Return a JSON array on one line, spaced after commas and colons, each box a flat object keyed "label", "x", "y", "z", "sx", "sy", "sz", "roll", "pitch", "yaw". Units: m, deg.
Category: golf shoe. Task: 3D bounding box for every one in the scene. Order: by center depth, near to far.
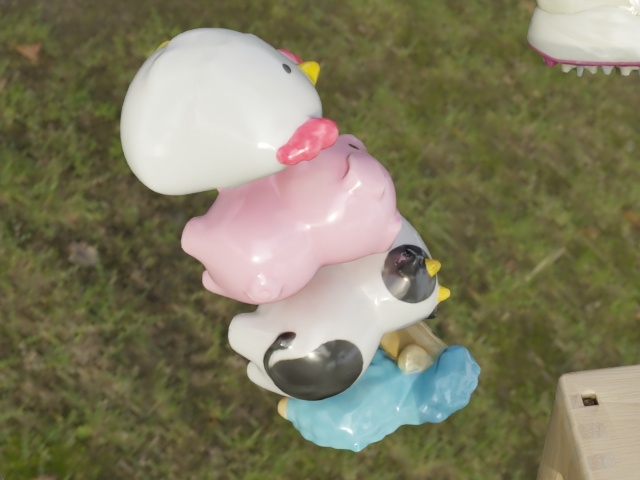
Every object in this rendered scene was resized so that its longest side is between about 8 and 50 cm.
[{"label": "golf shoe", "x": 0.288, "y": -0.185, "z": 0.944, "sx": 0.306, "sy": 0.140, "sz": 0.115, "roll": -3, "pitch": 13, "yaw": 8}]

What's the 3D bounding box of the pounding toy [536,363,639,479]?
[{"label": "pounding toy", "x": 0.122, "y": 0.130, "z": 0.616, "sx": 0.206, "sy": 0.181, "sz": 0.094, "roll": -6, "pitch": 53, "yaw": -3}]

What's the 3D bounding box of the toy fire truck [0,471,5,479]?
[{"label": "toy fire truck", "x": -0.278, "y": 0.347, "z": 1.532, "sx": 0.246, "sy": 0.158, "sz": 0.217, "roll": 20, "pitch": 32, "yaw": -42}]

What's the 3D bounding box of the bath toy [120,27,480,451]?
[{"label": "bath toy", "x": 0.000, "y": 0.000, "z": 0.926, "sx": 0.151, "sy": 0.129, "sz": 0.348, "roll": -61, "pitch": 144, "yaw": -27}]
